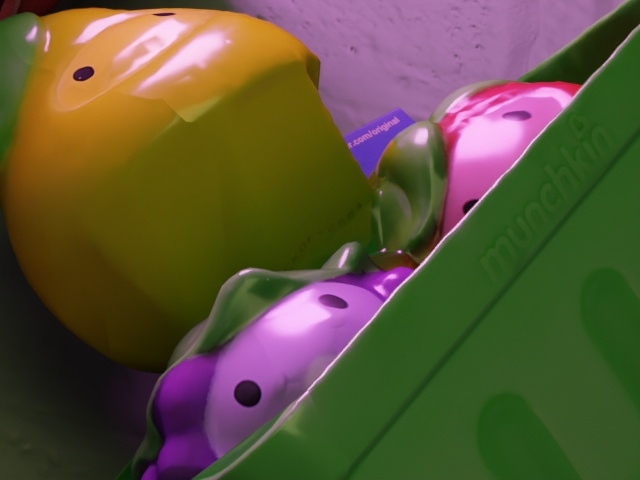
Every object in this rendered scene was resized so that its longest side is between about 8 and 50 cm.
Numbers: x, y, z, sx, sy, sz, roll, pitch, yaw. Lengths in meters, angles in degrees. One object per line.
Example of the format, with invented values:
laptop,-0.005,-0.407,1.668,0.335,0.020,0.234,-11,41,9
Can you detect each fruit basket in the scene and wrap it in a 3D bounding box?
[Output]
fruit basket,0.000,0.000,0.800,0.392,0.283,0.392,11,65,-25

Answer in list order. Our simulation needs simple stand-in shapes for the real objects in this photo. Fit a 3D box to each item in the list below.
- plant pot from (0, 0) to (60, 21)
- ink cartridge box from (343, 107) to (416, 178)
plant pot,-0.171,-0.255,1.000,0.272,0.272,0.265,43,45,14
ink cartridge box,0.074,0.081,0.944,0.186,0.065,0.311,-31,72,-32
